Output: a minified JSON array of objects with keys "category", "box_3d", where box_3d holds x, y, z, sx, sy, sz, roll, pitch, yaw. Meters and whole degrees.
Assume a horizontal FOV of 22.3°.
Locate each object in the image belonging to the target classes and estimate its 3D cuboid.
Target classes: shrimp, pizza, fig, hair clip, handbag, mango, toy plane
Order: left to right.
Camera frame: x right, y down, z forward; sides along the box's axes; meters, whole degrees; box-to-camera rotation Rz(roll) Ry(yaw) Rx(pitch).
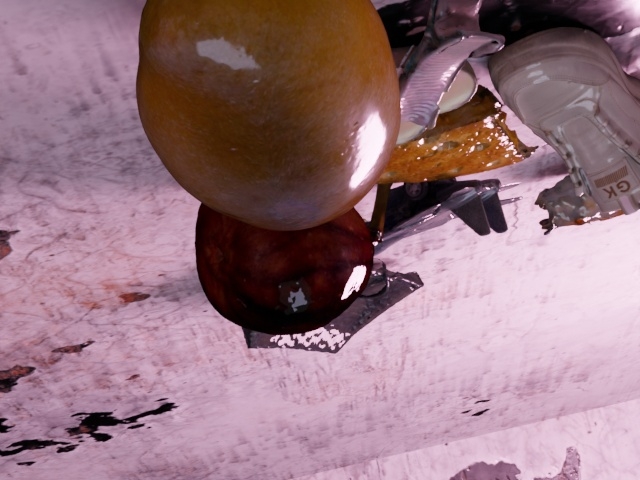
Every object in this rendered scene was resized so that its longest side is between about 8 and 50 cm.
[{"category":"mango","box_3d":[-0.049,-0.132,1.355,0.221,0.199,0.384,-18,160,10]},{"category":"fig","box_3d":[-0.010,0.014,1.776,0.249,0.204,0.186,6,112,-36]},{"category":"handbag","box_3d":[0.003,0.074,2.168,0.175,0.089,0.270,-36,152,33]},{"category":"toy plane","box_3d":[0.093,-0.029,1.924,0.267,0.088,0.212,-12,177,35]},{"category":"hair clip","box_3d":[0.091,-0.162,1.567,0.159,0.071,0.218,2,151,-20]},{"category":"pizza","box_3d":[0.124,-0.115,1.735,0.292,0.058,0.197,-4,161,-28]},{"category":"shrimp","box_3d":[0.383,-0.098,1.944,0.185,0.068,0.287,-8,159,-20]}]

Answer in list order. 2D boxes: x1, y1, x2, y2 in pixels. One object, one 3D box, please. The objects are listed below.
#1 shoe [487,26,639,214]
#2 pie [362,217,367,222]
[{"category":"shoe","box_3d":[0.295,-0.104,1.702,0.124,0.159,0.316,-28,151,35]},{"category":"pie","box_3d":[0.021,-0.008,2.025,0.084,0.021,0.084,-13,161,-4]}]
